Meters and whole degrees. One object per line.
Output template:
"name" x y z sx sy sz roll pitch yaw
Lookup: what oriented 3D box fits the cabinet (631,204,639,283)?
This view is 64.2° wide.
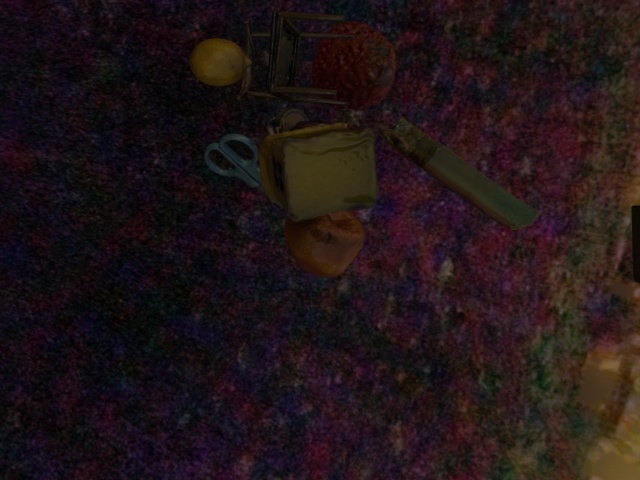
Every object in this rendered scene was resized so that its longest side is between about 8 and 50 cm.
"cabinet" 0.650 0.014 0.808 0.175 0.215 0.148 -8 98 -6

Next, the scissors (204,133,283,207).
"scissors" -0.171 -0.168 1.640 0.447 0.193 0.029 42 44 -31

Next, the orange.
"orange" 0.000 0.000 1.482 0.249 0.249 0.183 -13 136 -51

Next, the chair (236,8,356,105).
"chair" -0.074 -0.400 1.134 0.166 0.272 0.188 -25 121 -76

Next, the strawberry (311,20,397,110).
"strawberry" 0.104 -0.571 1.673 0.310 0.292 0.291 -80 179 -78

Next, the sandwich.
"sandwich" 0.232 -0.108 0.858 0.212 0.245 0.063 10 117 -56

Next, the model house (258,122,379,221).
"model house" -0.017 -0.164 1.049 0.194 0.234 0.174 -14 119 -17

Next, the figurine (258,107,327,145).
"figurine" -0.047 -0.279 1.420 0.161 0.275 0.158 20 97 -42

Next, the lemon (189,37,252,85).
"lemon" -0.178 -0.318 0.910 0.082 0.111 0.082 -1 90 -86
